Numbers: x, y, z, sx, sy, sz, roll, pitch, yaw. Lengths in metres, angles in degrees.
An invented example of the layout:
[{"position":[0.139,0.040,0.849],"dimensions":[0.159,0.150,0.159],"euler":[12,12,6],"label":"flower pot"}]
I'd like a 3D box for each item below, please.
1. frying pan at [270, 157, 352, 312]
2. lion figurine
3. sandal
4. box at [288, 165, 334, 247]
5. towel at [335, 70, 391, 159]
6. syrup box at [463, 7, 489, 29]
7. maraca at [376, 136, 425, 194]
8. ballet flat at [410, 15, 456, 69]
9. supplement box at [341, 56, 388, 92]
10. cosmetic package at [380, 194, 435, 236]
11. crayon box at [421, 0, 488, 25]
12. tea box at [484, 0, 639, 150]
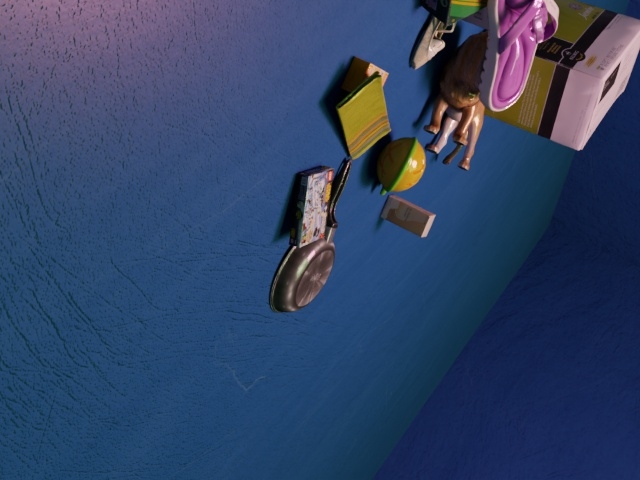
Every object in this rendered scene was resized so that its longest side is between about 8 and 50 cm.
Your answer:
[{"position":[0.005,0.012,1.633],"dimensions":[0.326,0.053,0.197],"euler":[-55,158,-10],"label":"frying pan"},{"position":[0.342,-0.326,1.925],"dimensions":[0.392,0.142,0.240],"euler":[65,46,-81],"label":"lion figurine"},{"position":[0.415,-0.422,1.610],"dimensions":[0.169,0.102,0.416],"euler":[-33,147,-20],"label":"sandal"},{"position":[-0.017,-0.063,1.483],"dimensions":[0.094,0.027,0.137],"euler":[-23,126,-57],"label":"box"},{"position":[0.083,-0.224,1.492],"dimensions":[0.102,0.021,0.237],"euler":[-43,163,-4],"label":"towel"},{"position":[0.378,-0.574,1.725],"dimensions":[0.237,0.096,0.093],"euler":[-54,157,-19],"label":"syrup box"},{"position":[0.168,-0.158,1.739],"dimensions":[0.127,0.099,0.185],"euler":[-62,-176,-13],"label":"maraca"},{"position":[0.238,-0.421,1.641],"dimensions":[0.168,0.052,0.057],"euler":[-66,159,8],"label":"ballet flat"},{"position":[0.081,-0.289,1.460],"dimensions":[0.098,0.036,0.062],"euler":[-3,119,-66],"label":"supplement box"},{"position":[0.206,-0.058,1.908],"dimensions":[0.041,0.115,0.060],"euler":[-11,125,-64],"label":"cosmetic package"},{"position":[0.347,-0.565,1.535],"dimensions":[0.318,0.081,0.202],"euler":[-31,149,-20],"label":"crayon box"},{"position":[0.598,-0.447,2.061],"dimensions":[0.329,0.323,0.220],"euler":[-45,152,-37],"label":"tea box"}]
